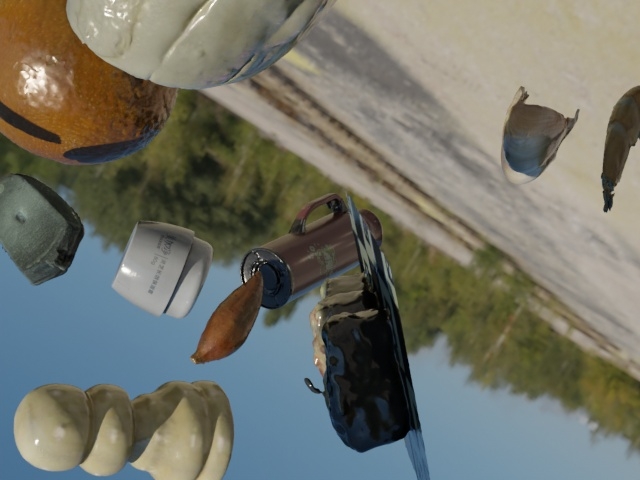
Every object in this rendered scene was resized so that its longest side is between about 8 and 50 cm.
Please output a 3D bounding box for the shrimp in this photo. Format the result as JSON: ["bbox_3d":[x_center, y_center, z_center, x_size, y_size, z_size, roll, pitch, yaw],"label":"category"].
[{"bbox_3d":[0.515,-0.152,1.724,0.068,0.185,0.287,-11,-179,43],"label":"shrimp"}]

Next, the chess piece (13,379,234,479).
[{"bbox_3d":[-0.291,0.277,1.587,0.300,0.167,0.167,8,-166,-32],"label":"chess piece"}]

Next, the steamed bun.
[{"bbox_3d":[-0.103,-0.320,1.339,0.236,0.247,0.383,44,-142,4],"label":"steamed bun"}]

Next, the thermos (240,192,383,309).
[{"bbox_3d":[-0.003,0.006,1.961,0.330,0.109,0.136,-26,-101,-49],"label":"thermos"}]

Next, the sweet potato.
[{"bbox_3d":[-0.068,0.062,0.860,0.034,0.095,0.034,27,153,15],"label":"sweet potato"}]

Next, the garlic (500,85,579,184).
[{"bbox_3d":[0.311,-0.145,1.621,0.099,0.124,0.174,23,162,14],"label":"garlic"}]

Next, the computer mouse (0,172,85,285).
[{"bbox_3d":[-0.401,-0.015,1.575,0.229,0.113,0.068,44,-176,36],"label":"computer mouse"}]

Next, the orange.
[{"bbox_3d":[-0.399,-0.286,1.762,0.357,0.322,0.322,17,173,34],"label":"orange"}]

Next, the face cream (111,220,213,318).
[{"bbox_3d":[-0.197,0.035,1.379,0.104,0.117,0.117,23,-177,-10],"label":"face cream"}]

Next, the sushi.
[{"bbox_3d":[0.027,0.124,1.211,0.100,0.296,0.373,-12,-164,-2],"label":"sushi"}]
